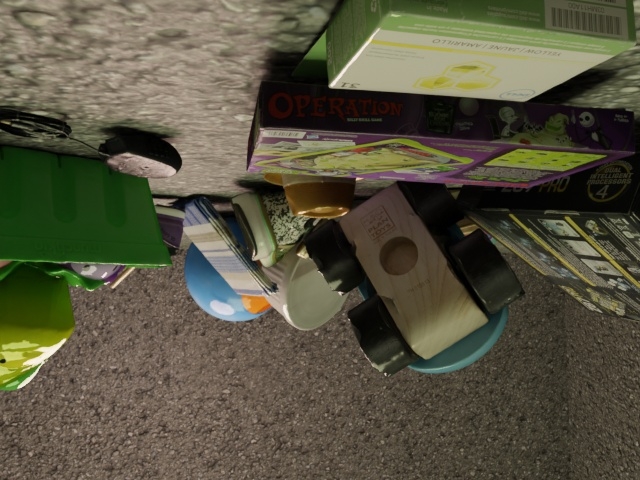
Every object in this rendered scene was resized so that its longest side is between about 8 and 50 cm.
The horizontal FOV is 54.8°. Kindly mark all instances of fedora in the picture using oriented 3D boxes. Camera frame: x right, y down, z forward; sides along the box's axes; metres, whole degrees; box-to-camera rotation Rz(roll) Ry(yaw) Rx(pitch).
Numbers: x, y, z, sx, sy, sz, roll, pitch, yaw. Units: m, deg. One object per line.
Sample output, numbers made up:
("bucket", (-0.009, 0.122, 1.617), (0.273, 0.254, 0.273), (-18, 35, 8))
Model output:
("fedora", (-0.003, -0.080, 1.028), (0.194, 0.079, 0.194), (0, 176, 0))

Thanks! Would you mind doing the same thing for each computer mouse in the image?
("computer mouse", (-0.276, -0.125, 0.758), (0.071, 0.041, 0.242), (-15, 161, 39))

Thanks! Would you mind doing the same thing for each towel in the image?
("towel", (-0.227, 0.019, 1.423), (0.034, 0.285, 0.209), (-46, -160, -25))

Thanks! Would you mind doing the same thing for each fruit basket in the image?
("fruit basket", (-0.450, 0.057, 0.951), (0.282, 0.393, 0.392), (-4, 174, 43))

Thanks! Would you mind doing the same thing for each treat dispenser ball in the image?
("treat dispenser ball", (-0.230, 0.077, 1.702), (0.287, 0.289, 0.288), (0, 176, 0))

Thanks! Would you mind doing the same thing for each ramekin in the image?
("ramekin", (-0.036, 0.082, 1.593), (0.127, 0.273, 0.272), (25, -168, 37))

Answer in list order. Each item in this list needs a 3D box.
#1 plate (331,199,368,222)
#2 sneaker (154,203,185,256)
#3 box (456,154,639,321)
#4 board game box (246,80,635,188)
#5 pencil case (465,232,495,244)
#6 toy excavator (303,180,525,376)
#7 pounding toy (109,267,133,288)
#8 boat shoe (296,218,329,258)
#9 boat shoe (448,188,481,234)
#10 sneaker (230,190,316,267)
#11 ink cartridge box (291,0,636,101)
("plate", (0.148, -0.063, 1.491), (0.277, 0.045, 0.277), (0, 175, -2))
("sneaker", (-0.431, -0.026, 1.297), (0.283, 0.124, 0.107), (9, 173, -19))
("box", (0.445, 0.018, 0.935), (0.394, 0.097, 0.318), (32, 168, -26))
("board game box", (0.102, -0.098, 0.635), (0.346, 0.056, 0.208), (2, 171, -10))
("pencil case", (0.396, -0.031, 1.602), (0.104, 0.105, 0.236), (-2, 177, 27))
("toy excavator", (0.159, 0.037, 1.046), (0.222, 0.433, 0.445), (-34, 148, 9))
("pounding toy", (-0.560, 0.004, 1.826), (0.182, 0.110, 0.237), (-31, -155, 16))
("boat shoe", (0.000, 0.000, 1.297), (0.063, 0.059, 0.170), (-48, -178, 28))
("boat shoe", (0.405, -0.049, 1.258), (0.340, 0.110, 0.121), (-1, 176, 10))
("sneaker", (-0.066, -0.037, 1.325), (0.181, 0.158, 0.410), (-18, 180, 0))
("ink cartridge box", (0.084, -0.136, 0.472), (0.171, 0.056, 0.235), (0, 174, -16))
